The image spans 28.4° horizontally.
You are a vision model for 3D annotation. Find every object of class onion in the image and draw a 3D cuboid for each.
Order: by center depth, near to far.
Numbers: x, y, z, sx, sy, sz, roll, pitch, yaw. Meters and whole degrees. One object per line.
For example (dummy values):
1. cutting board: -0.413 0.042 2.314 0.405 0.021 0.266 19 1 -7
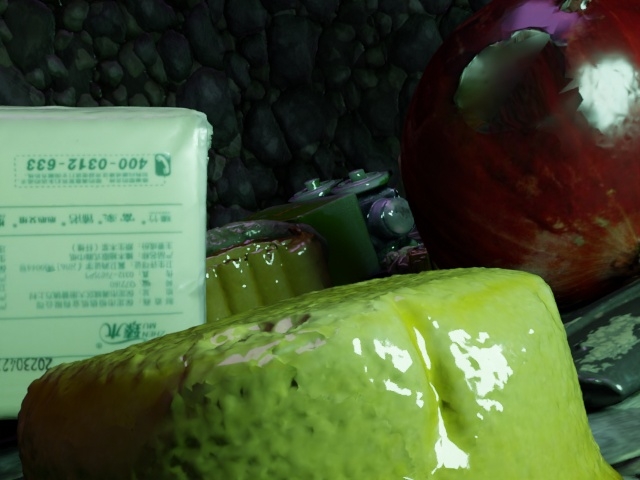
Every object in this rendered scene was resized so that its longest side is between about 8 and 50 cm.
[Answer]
1. onion: 0.234 -0.103 1.208 0.341 0.341 0.341 -13 4 1

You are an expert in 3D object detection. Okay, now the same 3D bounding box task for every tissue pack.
1. tissue pack: -0.295 0.019 1.174 0.380 0.297 0.207 1 5 -11

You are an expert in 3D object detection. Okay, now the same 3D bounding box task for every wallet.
1. wallet: 0.242 0.067 0.978 0.321 0.044 0.170 -17 7 -43

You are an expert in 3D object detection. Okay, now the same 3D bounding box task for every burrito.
1. burrito: 0.189 0.019 1.906 0.188 0.045 0.058 -11 16 -9

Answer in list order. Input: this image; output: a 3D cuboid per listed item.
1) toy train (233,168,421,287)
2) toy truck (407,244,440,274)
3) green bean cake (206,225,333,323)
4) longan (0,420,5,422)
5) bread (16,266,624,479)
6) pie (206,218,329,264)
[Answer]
1. toy train: 0.000 0.000 2.022 0.249 0.173 0.307 -26 10 -31
2. toy truck: 0.165 0.030 1.796 0.083 0.049 0.054 -12 5 9
3. green bean cake: -0.096 0.069 1.518 0.230 0.131 0.224 -17 2 -6
4. longan: -0.388 0.067 1.414 0.297 0.297 0.297 -13 4 1
5. bread: -0.003 0.100 0.578 0.270 0.148 0.270 -12 0 0
6. pie: -0.105 0.045 1.724 0.241 0.054 0.240 -12 -32 -8
